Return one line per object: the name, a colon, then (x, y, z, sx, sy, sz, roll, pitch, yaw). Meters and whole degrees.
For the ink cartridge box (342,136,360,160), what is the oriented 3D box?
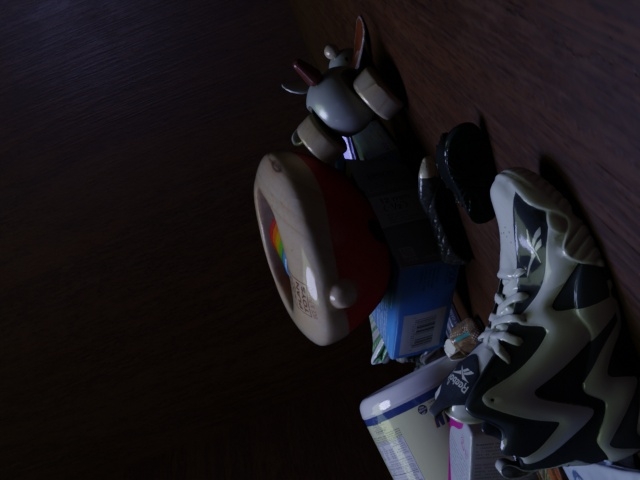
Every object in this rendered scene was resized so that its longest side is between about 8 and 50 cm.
ink cartridge box: (0.072, -0.211, 1.535, 0.208, 0.045, 0.207, -47, -56, -67)

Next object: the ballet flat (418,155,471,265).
ballet flat: (0.175, -0.042, 0.984, 0.057, 0.049, 0.173, -46, -54, -40)

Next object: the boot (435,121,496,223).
boot: (0.146, -0.084, 0.729, 0.099, 0.045, 0.121, -105, -8, -56)

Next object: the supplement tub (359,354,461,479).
supplement tub: (0.243, 0.402, 1.321, 0.325, 0.235, 0.235, 62, 180, 11)

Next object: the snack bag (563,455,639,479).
snack bag: (0.305, 0.320, 0.562, 0.342, 0.037, 0.323, 62, -174, -72)

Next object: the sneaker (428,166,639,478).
sneaker: (0.142, 0.073, 0.538, 0.094, 0.152, 0.235, -115, 3, -85)

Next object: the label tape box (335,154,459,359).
label tape box: (0.124, 0.000, 1.273, 0.249, 0.115, 0.348, 89, 166, -46)

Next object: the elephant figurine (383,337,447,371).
elephant figurine: (0.277, 0.294, 1.818, 0.239, 0.186, 0.169, 32, -133, -13)

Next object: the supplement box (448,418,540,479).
supplement box: (0.256, 0.350, 1.045, 0.111, 0.113, 0.220, -106, 12, -72)

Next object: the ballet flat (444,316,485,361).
ballet flat: (0.250, 0.181, 1.240, 0.206, 0.067, 0.073, 63, -178, -67)

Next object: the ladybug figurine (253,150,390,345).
ladybug figurine: (0.000, 0.000, 1.177, 0.449, 0.161, 0.305, -123, 22, -61)

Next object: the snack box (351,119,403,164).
snack box: (0.136, -0.118, 1.417, 0.174, 0.070, 0.207, -109, -4, -60)

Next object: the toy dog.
toy dog: (0.014, -0.262, 1.144, 0.161, 0.220, 0.334, 44, -179, -22)

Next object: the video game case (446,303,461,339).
video game case: (0.280, 0.176, 1.510, 0.196, 0.026, 0.274, 64, -175, -69)

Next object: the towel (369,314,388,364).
towel: (0.181, 0.153, 1.789, 0.325, 0.038, 0.248, -87, 20, -72)

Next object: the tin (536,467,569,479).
tin: (0.300, 0.284, 0.890, 0.190, 0.040, 0.106, 67, 178, -51)
